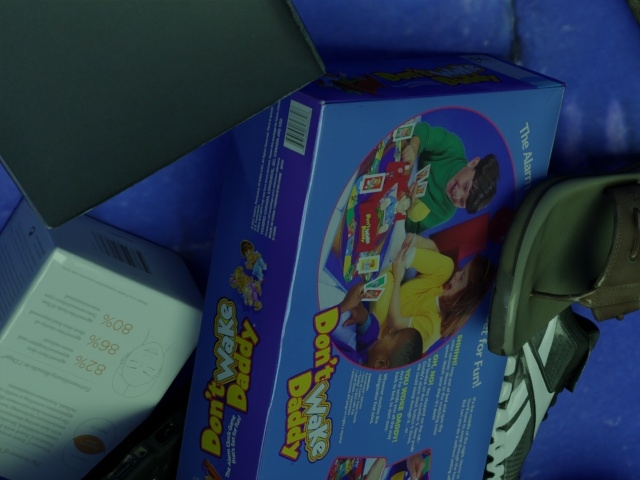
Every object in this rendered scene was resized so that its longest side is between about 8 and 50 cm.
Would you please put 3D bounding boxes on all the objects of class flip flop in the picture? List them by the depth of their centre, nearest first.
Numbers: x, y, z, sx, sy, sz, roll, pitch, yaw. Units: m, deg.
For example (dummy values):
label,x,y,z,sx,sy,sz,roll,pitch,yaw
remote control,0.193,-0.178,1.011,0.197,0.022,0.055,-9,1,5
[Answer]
label,x,y,z,sx,sy,sz,roll,pitch,yaw
flip flop,0.207,0.010,1.367,0.277,0.080,0.112,-17,122,-48

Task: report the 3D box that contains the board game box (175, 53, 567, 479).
label,x,y,z,sx,sy,sz,roll,pitch,yaw
board game box,0.031,0.054,1.320,0.233,0.078,0.347,-7,115,-43

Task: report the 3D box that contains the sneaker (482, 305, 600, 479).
label,x,y,z,sx,sy,sz,roll,pitch,yaw
sneaker,0.159,0.097,1.471,0.106,0.078,0.234,-6,118,-14

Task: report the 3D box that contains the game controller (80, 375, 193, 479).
label,x,y,z,sx,sy,sz,roll,pitch,yaw
game controller,-0.149,0.207,1.320,0.319,0.067,0.166,-43,148,-47

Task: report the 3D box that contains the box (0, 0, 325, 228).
label,x,y,z,sx,sy,sz,roll,pitch,yaw
box,-0.170,-0.216,1.045,0.183,0.294,0.296,-31,123,-1

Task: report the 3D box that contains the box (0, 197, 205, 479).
label,x,y,z,sx,sy,sz,roll,pitch,yaw
box,-0.179,0.075,1.329,0.130,0.091,0.170,26,107,-31

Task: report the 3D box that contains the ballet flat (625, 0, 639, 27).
label,x,y,z,sx,sy,sz,roll,pitch,yaw
ballet flat,0.322,-0.090,1.400,0.123,0.123,0.348,-35,124,2
